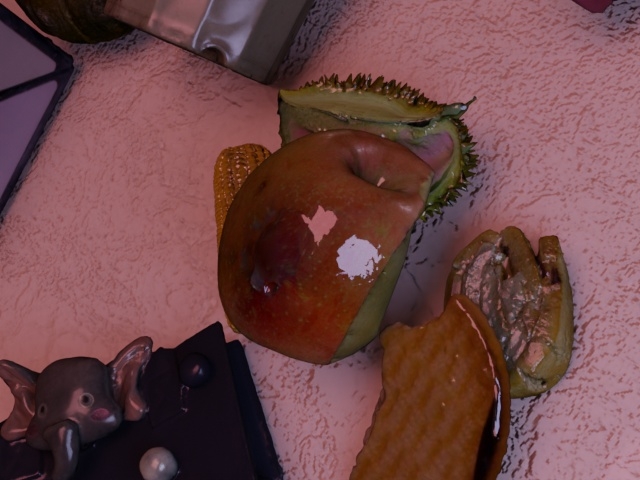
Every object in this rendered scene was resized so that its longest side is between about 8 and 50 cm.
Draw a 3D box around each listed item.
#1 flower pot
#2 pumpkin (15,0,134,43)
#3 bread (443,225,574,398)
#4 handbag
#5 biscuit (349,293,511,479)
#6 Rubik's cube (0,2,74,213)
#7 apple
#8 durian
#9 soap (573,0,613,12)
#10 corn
[{"bbox_3d":[-0.090,-0.312,1.332,0.290,0.290,0.259,27,95,34],"label":"flower pot"},{"bbox_3d":[-0.262,-0.333,1.483,0.223,0.157,0.224,-12,55,17],"label":"pumpkin"},{"bbox_3d":[0.163,0.062,1.150,0.117,0.064,0.156,-7,68,24],"label":"bread"},{"bbox_3d":[-0.210,0.222,1.249,0.325,0.118,0.269,-25,58,10],"label":"handbag"},{"bbox_3d":[0.083,0.165,1.133,0.228,0.031,0.176,-42,62,31],"label":"biscuit"},{"bbox_3d":[-0.518,-0.171,1.463,0.307,0.310,0.305,22,81,35],"label":"Rubik's cube"},{"bbox_3d":[0.000,0.000,1.164,0.207,0.173,0.188,-99,23,-59],"label":"apple"},{"bbox_3d":[0.067,-0.092,1.249,0.220,0.095,0.137,11,120,38],"label":"durian"},{"bbox_3d":[0.236,-0.373,1.197,0.127,0.220,0.325,-16,62,27],"label":"soap"},{"bbox_3d":[-0.072,-0.003,1.299,0.072,0.072,0.203,-15,64,23],"label":"corn"}]
